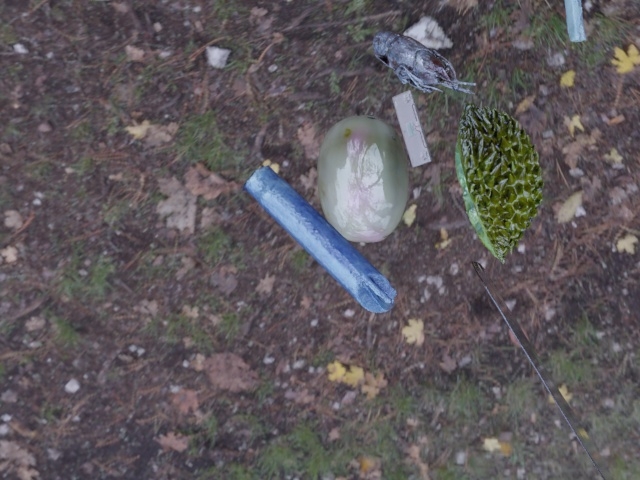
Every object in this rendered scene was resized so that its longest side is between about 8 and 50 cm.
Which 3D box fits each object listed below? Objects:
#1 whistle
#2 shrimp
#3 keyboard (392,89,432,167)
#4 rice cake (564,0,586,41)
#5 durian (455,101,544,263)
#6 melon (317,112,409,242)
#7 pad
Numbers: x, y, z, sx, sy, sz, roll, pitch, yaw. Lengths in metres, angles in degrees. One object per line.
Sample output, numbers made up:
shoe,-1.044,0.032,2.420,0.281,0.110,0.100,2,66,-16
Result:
whistle,0.000,0.000,1.248,0.304,0.062,0.062,44,116,14
shrimp,0.128,-0.219,1.001,0.056,0.065,0.165,-45,66,-5
keyboard,0.207,-0.249,1.761,0.055,0.017,0.166,-18,88,40
rice cake,0.577,-0.543,1.799,0.042,0.030,0.180,-2,100,46
durian,0.378,-0.152,1.725,0.163,0.394,0.198,-13,148,0
melon,0.103,-0.153,1.926,0.223,0.223,0.317,-2,91,13
pad,0.211,0.134,0.716,0.004,0.181,0.267,-32,80,11
